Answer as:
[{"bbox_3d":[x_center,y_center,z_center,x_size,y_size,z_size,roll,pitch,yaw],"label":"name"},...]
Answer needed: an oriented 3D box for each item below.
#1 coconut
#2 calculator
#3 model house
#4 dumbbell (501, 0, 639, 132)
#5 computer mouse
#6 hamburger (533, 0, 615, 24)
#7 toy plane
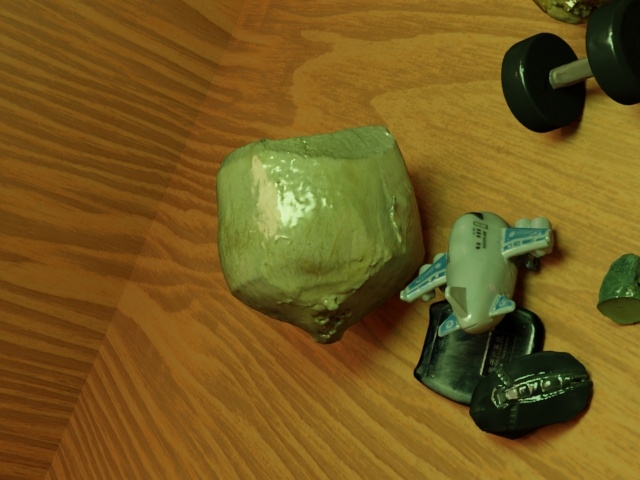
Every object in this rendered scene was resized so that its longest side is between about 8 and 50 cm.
[{"bbox_3d":[0.000,0.000,1.497,0.404,0.405,0.404,-35,45,43],"label":"coconut"},{"bbox_3d":[0.251,0.178,1.330,0.268,0.040,0.177,3,77,53],"label":"calculator"},{"bbox_3d":[0.422,0.062,1.120,0.079,0.066,0.083,-35,26,58],"label":"model house"},{"bbox_3d":[0.398,-0.260,1.247,0.218,0.152,0.152,-14,60,54],"label":"dumbbell"},{"bbox_3d":[0.289,0.222,1.187,0.192,0.062,0.105,-27,62,34],"label":"computer mouse"},{"bbox_3d":[0.420,-0.471,1.265,0.211,0.245,0.260,-36,66,55],"label":"hamburger"},{"bbox_3d":[0.244,0.045,1.291,0.267,0.122,0.267,-32,23,16],"label":"toy plane"}]
